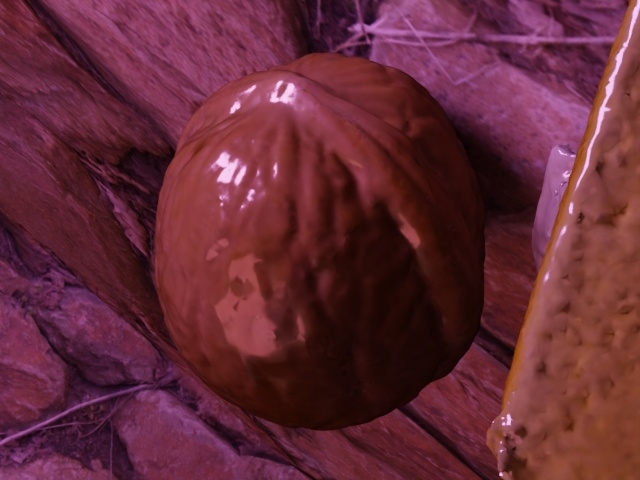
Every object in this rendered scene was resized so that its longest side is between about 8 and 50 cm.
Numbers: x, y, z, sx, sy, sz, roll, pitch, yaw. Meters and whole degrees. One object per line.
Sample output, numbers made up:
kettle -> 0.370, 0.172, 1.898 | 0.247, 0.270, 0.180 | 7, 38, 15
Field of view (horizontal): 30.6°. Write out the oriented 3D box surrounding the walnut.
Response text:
walnut -> 0.000, 0.000, 0.993 | 0.333, 0.333, 0.333 | 32, 157, 15

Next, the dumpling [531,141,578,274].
dumpling -> 0.227, 0.003, 0.910 | 0.136, 0.118, 0.199 | 11, 124, 45

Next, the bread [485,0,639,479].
bread -> 0.224, -0.069, 0.447 | 0.233, 0.245, 0.362 | 17, 123, 20
